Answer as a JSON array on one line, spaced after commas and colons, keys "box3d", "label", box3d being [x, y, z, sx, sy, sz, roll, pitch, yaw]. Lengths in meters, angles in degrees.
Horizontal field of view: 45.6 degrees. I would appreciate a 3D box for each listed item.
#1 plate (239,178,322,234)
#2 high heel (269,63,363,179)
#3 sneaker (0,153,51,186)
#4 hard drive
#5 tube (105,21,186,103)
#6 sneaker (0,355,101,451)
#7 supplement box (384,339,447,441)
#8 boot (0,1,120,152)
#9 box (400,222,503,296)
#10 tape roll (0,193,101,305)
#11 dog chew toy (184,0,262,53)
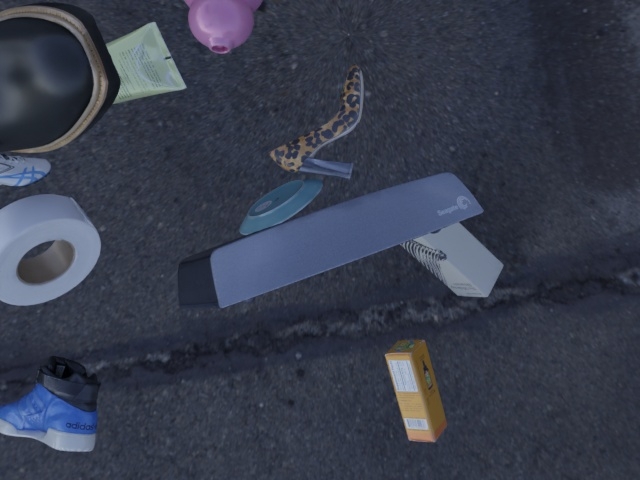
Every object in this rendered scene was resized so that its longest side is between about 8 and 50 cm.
[{"box3d": [-0.082, -0.074, 1.476, 0.188, 0.188, 0.024, -28, 111, 9], "label": "plate"}, {"box3d": [-0.006, -0.271, 1.666, 0.186, 0.093, 0.261, 9, 86, 0], "label": "high heel"}, {"box3d": [-0.718, -0.166, 1.709, 0.085, 0.237, 0.086, 32, 121, 39], "label": "sneaker"}, {"box3d": [0.000, 0.000, 0.694, 0.254, 0.172, 0.054, -19, 93, -22], "label": "hard drive"}, {"box3d": [-0.295, -0.198, 0.960, 0.240, 0.070, 0.062, -14, 79, 12], "label": "tube"}, {"box3d": [-0.274, 0.158, 0.769, 0.152, 0.058, 0.085, -1, 78, 42], "label": "sneaker"}, {"box3d": [0.226, 0.352, 1.788, 0.080, 0.078, 0.233, -4, 107, 36], "label": "supplement box"}, {"box3d": [-0.210, -0.058, 0.385, 0.198, 0.137, 0.077, -10, 109, 35], "label": "boot"}, {"box3d": [0.280, 0.015, 1.725, 0.275, 0.113, 0.094, 40, 69, -24], "label": "box"}, {"box3d": [-0.688, 0.024, 1.863, 0.286, 0.286, 0.100, -50, 59, 13], "label": "tape roll"}, {"box3d": [-0.197, -0.540, 1.539, 0.206, 0.206, 0.332, 0, 78, 2], "label": "dog chew toy"}]
